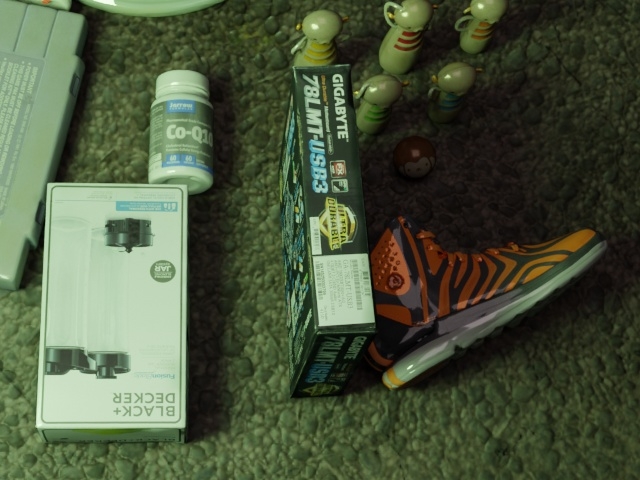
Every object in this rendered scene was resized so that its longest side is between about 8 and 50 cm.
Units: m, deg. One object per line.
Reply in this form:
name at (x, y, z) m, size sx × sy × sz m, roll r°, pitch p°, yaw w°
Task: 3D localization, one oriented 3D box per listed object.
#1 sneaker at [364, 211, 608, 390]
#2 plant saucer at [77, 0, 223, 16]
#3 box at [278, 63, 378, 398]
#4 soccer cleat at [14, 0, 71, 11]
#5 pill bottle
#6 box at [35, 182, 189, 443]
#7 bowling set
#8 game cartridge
sneaker at (0.172, 0.026, 1.641) m, size 0.321 × 0.124 × 0.180 m, roll -28°, pitch 77°, yaw -14°
plant saucer at (-0.220, -0.485, 1.789) m, size 0.401 × 0.100 × 0.400 m, roll 2°, pitch 70°, yaw -5°
box at (0.000, 0.000, 1.541) m, size 0.073 × 0.295 × 0.293 m, roll -1°, pitch 70°, yaw -6°
soccer cleat at (-0.394, -0.340, 1.739) m, size 0.196 × 0.068 × 0.076 m, roll 22°, pitch 67°, yaw 5°
pill bottle at (-0.167, -0.130, 1.682) m, size 0.078 × 0.078 × 0.137 m, roll 1°, pitch 71°, yaw -6°
box at (-0.232, 0.083, 1.597) m, size 0.169 × 0.087 × 0.289 m, roll 2°, pitch 71°, yaw -5°
bowling set at (0.121, -0.191, 1.694) m, size 0.287 × 0.154 × 0.199 m, roll -15°, pitch 73°, yaw -11°
game cartridge at (-0.421, -0.127, 1.666) m, size 0.230 × 0.068 × 0.355 m, roll 13°, pitch 70°, yaw -6°
